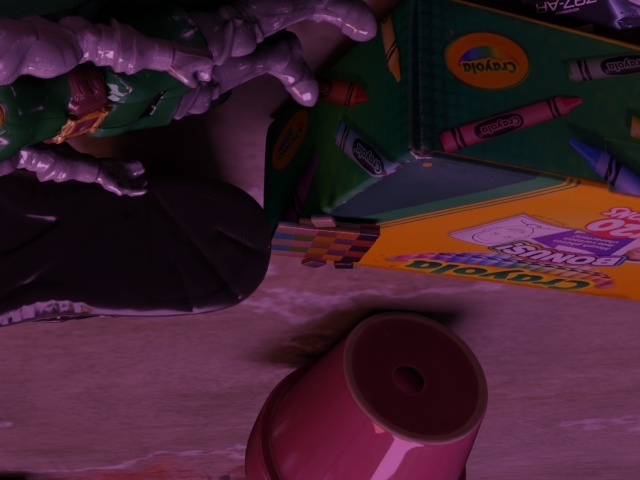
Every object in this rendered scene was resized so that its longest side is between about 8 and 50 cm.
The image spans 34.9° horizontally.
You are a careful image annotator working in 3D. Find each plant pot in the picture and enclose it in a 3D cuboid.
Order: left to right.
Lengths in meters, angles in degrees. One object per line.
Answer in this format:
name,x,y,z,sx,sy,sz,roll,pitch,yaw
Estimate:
plant pot,0.052,0.165,0.893,0.201,0.201,0.180,5,140,-19

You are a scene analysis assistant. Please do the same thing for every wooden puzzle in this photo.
wooden puzzle,0.000,0.000,0.502,0.049,0.006,0.083,5,163,-9

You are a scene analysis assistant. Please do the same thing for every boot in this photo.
boot,-0.148,-0.001,0.543,0.236,0.085,0.178,3,-179,-5

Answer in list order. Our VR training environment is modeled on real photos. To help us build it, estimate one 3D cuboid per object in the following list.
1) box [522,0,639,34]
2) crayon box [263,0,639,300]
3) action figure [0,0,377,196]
box,0.131,-0.119,0.453,0.083,0.018,0.067,-8,156,12
crayon box,0.128,-0.034,0.543,0.278,0.081,0.165,7,162,-24
action figure,-0.076,-0.061,0.382,0.232,0.063,0.137,-24,164,-44
